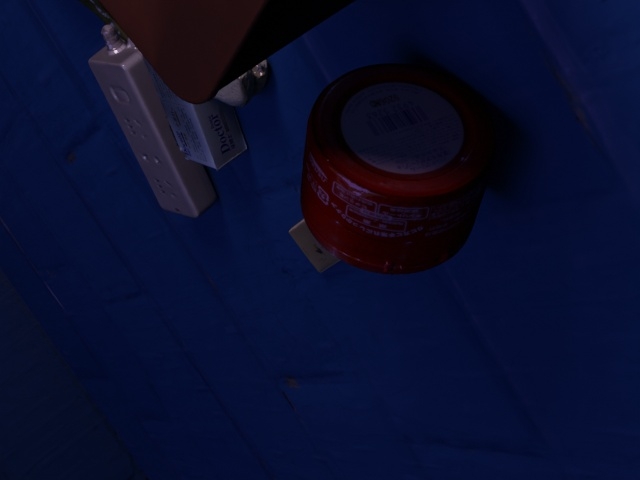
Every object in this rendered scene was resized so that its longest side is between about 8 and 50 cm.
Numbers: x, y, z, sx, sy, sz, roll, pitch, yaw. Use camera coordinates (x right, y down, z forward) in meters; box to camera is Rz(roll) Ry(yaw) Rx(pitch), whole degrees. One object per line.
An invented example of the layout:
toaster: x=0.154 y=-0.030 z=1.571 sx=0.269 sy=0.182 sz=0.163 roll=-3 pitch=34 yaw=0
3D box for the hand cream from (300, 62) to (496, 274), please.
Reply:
hand cream: x=0.075 y=-0.074 z=1.004 sx=0.193 sy=0.193 sz=0.125 roll=41 pitch=149 yaw=21

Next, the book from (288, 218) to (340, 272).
book: x=0.000 y=0.000 z=1.391 sx=0.077 sy=0.014 sz=0.111 roll=53 pitch=153 yaw=-1

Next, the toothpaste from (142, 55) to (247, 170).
toothpaste: x=-0.190 y=-0.244 z=1.339 sx=0.089 sy=0.071 sz=0.313 roll=19 pitch=137 yaw=43

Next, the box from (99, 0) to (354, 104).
box: x=-0.050 y=-0.320 z=0.844 sx=0.239 sy=0.229 sz=0.339 roll=51 pitch=149 yaw=4

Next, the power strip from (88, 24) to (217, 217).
power strip: x=-0.251 y=-0.170 z=1.502 sx=0.098 sy=0.058 sz=0.338 roll=17 pitch=140 yaw=41

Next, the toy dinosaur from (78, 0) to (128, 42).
toy dinosaur: x=-0.443 y=-0.431 z=1.461 sx=0.301 sy=0.087 sz=0.447 roll=0 pitch=128 yaw=49

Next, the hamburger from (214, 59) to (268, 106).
hamburger: x=-0.126 y=-0.215 z=1.278 sx=0.121 sy=0.054 sz=0.084 roll=31 pitch=151 yaw=14
